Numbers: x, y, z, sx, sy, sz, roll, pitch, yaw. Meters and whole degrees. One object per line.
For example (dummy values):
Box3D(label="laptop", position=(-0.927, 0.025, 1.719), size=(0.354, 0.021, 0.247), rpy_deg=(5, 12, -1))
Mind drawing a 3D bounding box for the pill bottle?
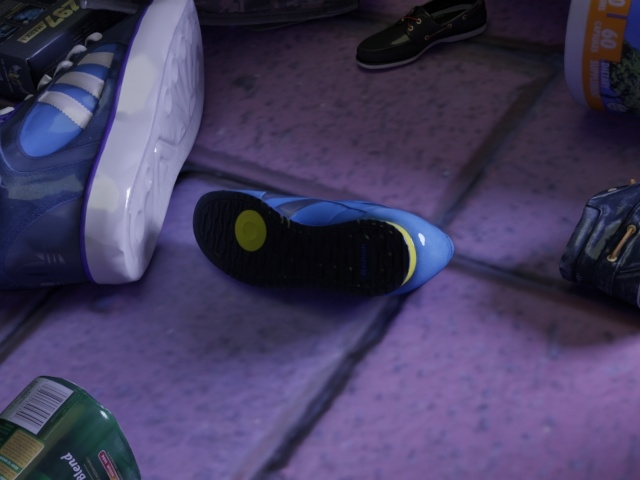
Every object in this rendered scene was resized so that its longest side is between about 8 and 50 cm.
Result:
Box3D(label="pill bottle", position=(0.338, -0.153, 0.917), size=(0.272, 0.152, 0.152), rpy_deg=(14, 48, 27))

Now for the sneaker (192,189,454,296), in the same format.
Box3D(label="sneaker", position=(0.000, 0.000, 0.902), size=(0.209, 0.069, 0.082), rpy_deg=(9, 12, 33))

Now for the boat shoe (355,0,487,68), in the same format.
Box3D(label="boat shoe", position=(0.091, -0.196, 1.106), size=(0.133, 0.042, 0.049), rpy_deg=(-23, 45, -10))

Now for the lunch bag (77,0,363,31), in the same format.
Box3D(label="lunch bag", position=(-0.091, -0.331, 1.163), size=(0.287, 0.169, 0.235), rpy_deg=(3, 55, -25))

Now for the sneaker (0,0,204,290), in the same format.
Box3D(label="sneaker", position=(-0.236, -0.095, 0.997), size=(0.236, 0.130, 0.322), rpy_deg=(2, 49, 9))

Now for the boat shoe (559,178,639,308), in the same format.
Box3D(label="boat shoe", position=(0.244, -0.027, 0.865), size=(0.083, 0.065, 0.183), rpy_deg=(21, 52, 29))

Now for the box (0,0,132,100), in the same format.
Box3D(label="box", position=(-0.276, -0.237, 1.217), size=(0.183, 0.059, 0.232), rpy_deg=(18, 48, 29))

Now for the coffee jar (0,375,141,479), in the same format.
Box3D(label="coffee jar", position=(-0.196, 0.174, 0.718), size=(0.079, 0.096, 0.184), rpy_deg=(19, 50, 33))
